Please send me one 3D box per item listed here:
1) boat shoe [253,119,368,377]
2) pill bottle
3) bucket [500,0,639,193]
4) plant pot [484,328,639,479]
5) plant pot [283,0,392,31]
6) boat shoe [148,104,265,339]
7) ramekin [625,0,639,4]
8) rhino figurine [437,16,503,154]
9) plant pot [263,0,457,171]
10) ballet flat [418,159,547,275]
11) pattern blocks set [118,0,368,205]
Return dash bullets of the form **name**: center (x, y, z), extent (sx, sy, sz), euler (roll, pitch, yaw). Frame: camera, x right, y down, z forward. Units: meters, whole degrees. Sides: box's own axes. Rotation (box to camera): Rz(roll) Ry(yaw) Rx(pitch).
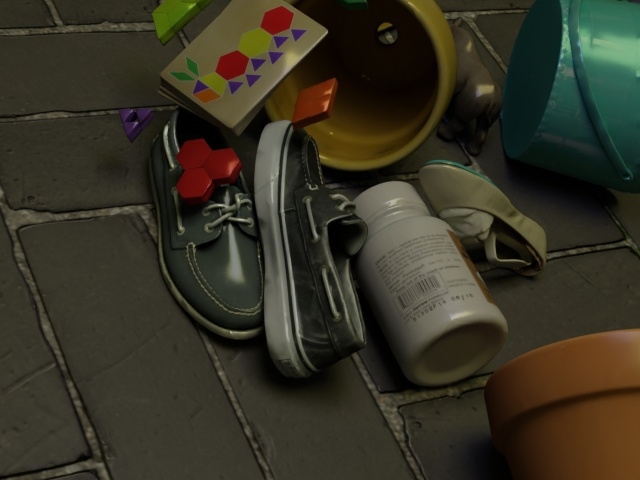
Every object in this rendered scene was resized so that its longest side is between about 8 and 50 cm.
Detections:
- **boat shoe**: center (0.000, 0.000, 1.484), extent (0.119, 0.121, 0.335), euler (-15, 59, 16)
- **pill bottle**: center (0.114, 0.045, 1.510), extent (0.131, 0.131, 0.229), euler (-5, 49, -27)
- **bucket**: center (0.375, -0.213, 1.789), extent (0.183, 0.281, 0.281), euler (10, 45, -9)
- **plant pot**: center (0.324, 0.238, 1.329), extent (0.291, 0.291, 0.203), euler (6, 62, -18)
- **plant pot**: center (0.006, -0.426, 1.888), extent (0.187, 0.212, 0.212), euler (32, 42, 31)
- **boat shoe**: center (-0.130, -0.029, 1.501), extent (0.116, 0.099, 0.319), euler (-2, 49, -24)
- **ramekin**: center (0.593, -0.365, 2.100), extent (0.207, 0.109, 0.207), euler (7, 27, -4)
- **rhino figurine**: center (0.193, -0.244, 1.844), extent (0.073, 0.106, 0.243), euler (4, 47, -27)
- **plant pot**: center (0.067, -0.248, 1.714), extent (0.254, 0.254, 0.239), euler (27, 27, 4)
- **ballet flat**: center (0.206, -0.019, 1.599), extent (0.248, 0.086, 0.086), euler (28, 32, -42)
- **pattern blocks set**: center (-0.095, -0.214, 1.538), extent (0.325, 0.026, 0.285), euler (-39, 59, -6)
